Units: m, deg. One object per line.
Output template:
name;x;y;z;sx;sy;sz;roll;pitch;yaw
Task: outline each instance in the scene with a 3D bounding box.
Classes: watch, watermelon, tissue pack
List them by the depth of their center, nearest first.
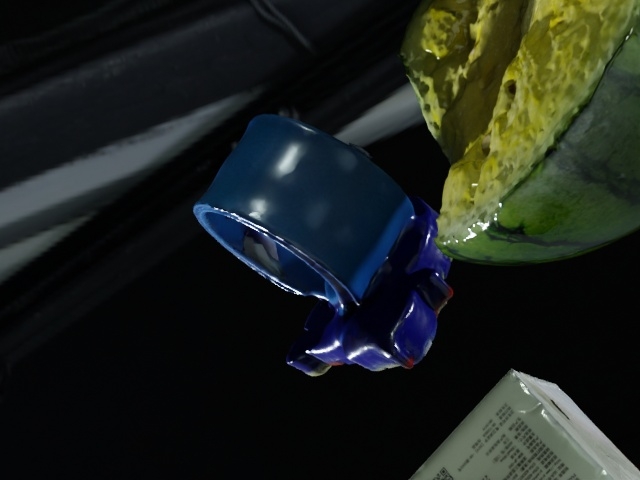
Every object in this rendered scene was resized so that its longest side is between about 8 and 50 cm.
tissue pack;0.120;0.173;0.745;0.149;0.106;0.099;-49;-33;11
watermelon;0.192;-0.128;0.815;0.189;0.331;0.331;22;-59;-24
watch;0.000;-0.004;0.980;0.200;0.171;0.196;38;-24;-15
